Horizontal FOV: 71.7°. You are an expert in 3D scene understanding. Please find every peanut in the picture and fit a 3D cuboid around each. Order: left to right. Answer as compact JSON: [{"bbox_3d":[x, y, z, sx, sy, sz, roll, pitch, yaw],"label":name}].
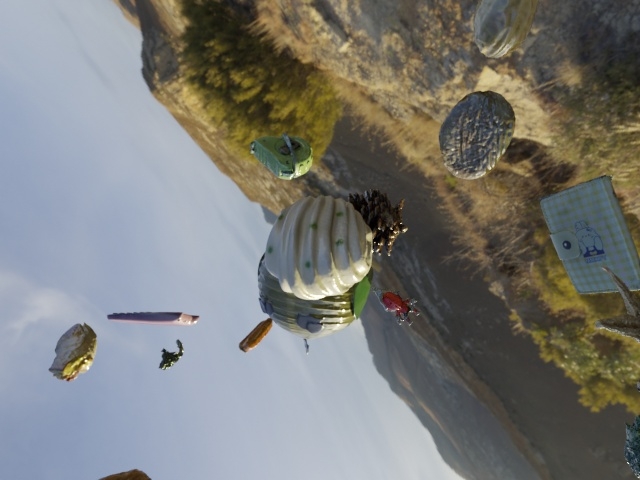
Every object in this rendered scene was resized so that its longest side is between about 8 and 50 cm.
[{"bbox_3d":[0.453,-0.608,1.055,0.153,0.140,0.326,-98,15,-80],"label":"peanut"}]

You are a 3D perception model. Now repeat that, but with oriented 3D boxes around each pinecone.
[{"bbox_3d":[0.137,-0.061,1.273,0.212,0.169,0.186,27,-131,-5],"label":"pinecone"}]

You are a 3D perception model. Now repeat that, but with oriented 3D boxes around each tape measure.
[{"bbox_3d":[-0.115,-0.292,1.511,0.200,0.175,0.106,44,147,30],"label":"tape measure"}]

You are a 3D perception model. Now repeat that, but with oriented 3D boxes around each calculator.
[{"bbox_3d":[-0.585,0.273,1.531,0.194,0.293,0.043,57,-148,-74],"label":"calculator"}]

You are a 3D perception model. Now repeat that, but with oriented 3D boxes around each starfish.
[{"bbox_3d":[0.627,0.179,0.862,0.048,0.231,0.295,-49,56,48],"label":"starfish"}]

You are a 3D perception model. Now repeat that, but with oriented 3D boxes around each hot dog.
[{"bbox_3d":[-0.466,0.221,0.844,0.061,0.078,0.169,66,173,-26],"label":"hot dog"},{"bbox_3d":[-0.177,0.268,1.254,0.038,0.062,0.144,55,-145,-6],"label":"hot dog"}]

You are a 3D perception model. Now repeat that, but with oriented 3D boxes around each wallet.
[{"bbox_3d":[0.759,-0.007,1.244,0.223,0.077,0.310,-25,80,62],"label":"wallet"}]

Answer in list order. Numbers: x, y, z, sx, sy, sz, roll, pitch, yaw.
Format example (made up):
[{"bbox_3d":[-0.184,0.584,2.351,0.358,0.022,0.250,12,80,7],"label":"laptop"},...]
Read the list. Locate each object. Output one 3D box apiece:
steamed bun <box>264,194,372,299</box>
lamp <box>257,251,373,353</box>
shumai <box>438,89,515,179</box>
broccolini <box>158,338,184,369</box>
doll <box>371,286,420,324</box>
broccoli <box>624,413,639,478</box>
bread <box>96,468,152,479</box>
[{"bbox_3d":[0.000,0.000,0.688,0.183,0.182,0.106,56,160,31],"label":"steamed bun"},{"bbox_3d":[-0.021,0.112,0.959,0.250,0.250,0.285,-118,36,-77],"label":"lamp"},{"bbox_3d":[0.370,-0.259,1.039,0.161,0.153,0.210,11,130,24],"label":"shumai"},{"bbox_3d":[-0.408,0.317,1.252,0.194,0.052,0.054,-166,84,-85],"label":"broccolini"},{"bbox_3d":[0.157,0.130,0.938,0.114,0.057,0.039,36,-153,1],"label":"doll"},{"bbox_3d":[0.819,0.473,0.963,0.265,0.245,0.295,44,164,32],"label":"broccoli"},{"bbox_3d":[-0.340,0.407,0.603,0.139,0.077,0.270,21,-175,35],"label":"bread"}]
